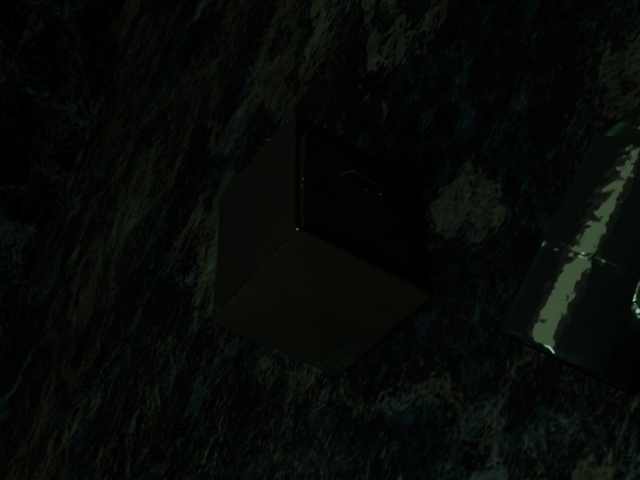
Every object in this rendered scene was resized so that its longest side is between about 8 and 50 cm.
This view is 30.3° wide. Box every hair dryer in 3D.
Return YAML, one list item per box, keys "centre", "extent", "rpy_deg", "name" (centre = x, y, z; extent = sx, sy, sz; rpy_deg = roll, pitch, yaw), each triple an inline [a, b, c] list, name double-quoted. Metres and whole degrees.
- centre: [0.289, 0.008, 0.818]
  extent: [0.302, 0.116, 0.244]
  rpy_deg: [25, 89, 54]
  name: "hair dryer"

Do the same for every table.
- centre: [0.000, 0.000, 1.275]
  extent: [0.172, 0.169, 0.193]
  rpy_deg: [-45, 30, 35]
  name: "table"
